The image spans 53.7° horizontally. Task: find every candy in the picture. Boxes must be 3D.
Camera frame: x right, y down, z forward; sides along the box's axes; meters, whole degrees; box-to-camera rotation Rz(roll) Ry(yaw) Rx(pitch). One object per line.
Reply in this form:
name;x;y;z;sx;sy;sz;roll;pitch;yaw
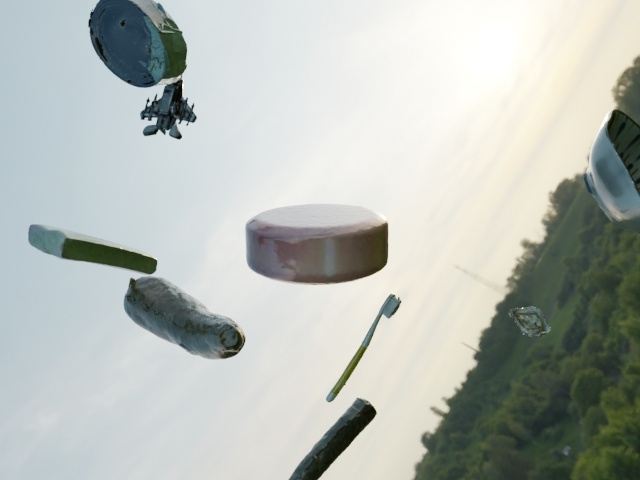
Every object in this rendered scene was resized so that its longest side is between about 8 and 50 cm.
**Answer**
candy;0.000;0.000;1.065;0.255;0.255;0.095;-27;-61;-60

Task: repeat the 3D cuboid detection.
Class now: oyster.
oyster;0.395;0.152;1.185;0.051;0.093;0.034;-35;-54;8

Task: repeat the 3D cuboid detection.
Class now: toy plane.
toy plane;-0.407;-0.396;1.731;0.078;0.169;0.247;22;-104;-77

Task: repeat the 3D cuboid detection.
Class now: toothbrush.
toothbrush;0.074;0.205;1.151;0.021;0.024;0.288;-14;-40;-46

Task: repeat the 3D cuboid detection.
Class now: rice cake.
rice cake;-0.335;0.016;0.943;0.221;0.080;0.042;27;-99;-69

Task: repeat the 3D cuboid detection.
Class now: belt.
belt;-0.338;-0.375;1.192;0.151;0.198;0.078;-51;-8;32

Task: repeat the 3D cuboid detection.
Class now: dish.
dish;0.380;-0.065;0.771;0.066;0.191;0.190;-38;1;41

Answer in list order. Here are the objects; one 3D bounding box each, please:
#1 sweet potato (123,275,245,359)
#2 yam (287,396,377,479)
sweet potato;-0.171;0.101;0.796;0.075;0.273;0.075;-11;-72;-38
yam;0.018;0.436;1.321;0.274;0.061;0.061;-41;-26;-30
